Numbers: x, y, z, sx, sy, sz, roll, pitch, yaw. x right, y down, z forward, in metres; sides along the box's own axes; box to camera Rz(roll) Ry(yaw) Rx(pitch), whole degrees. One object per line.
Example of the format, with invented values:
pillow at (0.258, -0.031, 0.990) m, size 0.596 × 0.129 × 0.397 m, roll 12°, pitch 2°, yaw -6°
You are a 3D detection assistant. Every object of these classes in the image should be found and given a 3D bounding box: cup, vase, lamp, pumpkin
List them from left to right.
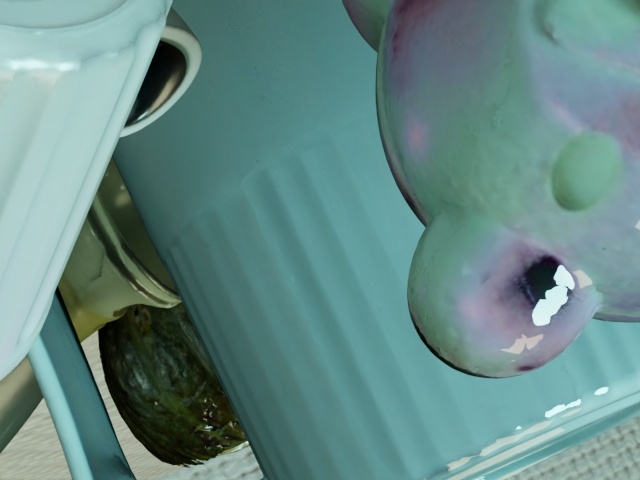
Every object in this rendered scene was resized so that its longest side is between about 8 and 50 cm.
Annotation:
cup at (-0.150, -0.070, 0.736) m, size 0.202 × 0.167 × 0.221 m, roll -57°, pitch -176°, yaw 42°
vase at (-0.237, 0.073, 1.253) m, size 0.321 × 0.173 × 0.173 m, roll -34°, pitch 167°, yaw 14°
pumpkin at (-0.029, 0.055, 1.502) m, size 0.320 × 0.192 × 0.320 m, roll -22°, pitch 170°, yaw -4°
cup at (0.009, -0.008, 0.977) m, size 0.331 × 0.311 × 0.257 m, roll -20°, pitch 167°, yaw -25°
lamp at (0.101, -0.123, 0.672) m, size 0.247 × 0.301 × 0.247 m, roll -23°, pitch 169°, yaw -13°
